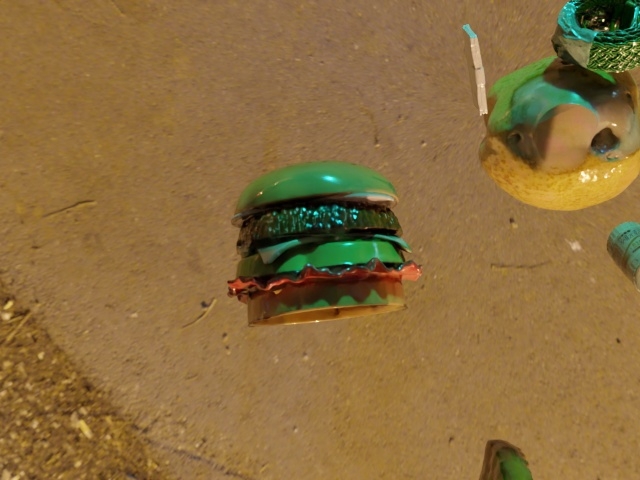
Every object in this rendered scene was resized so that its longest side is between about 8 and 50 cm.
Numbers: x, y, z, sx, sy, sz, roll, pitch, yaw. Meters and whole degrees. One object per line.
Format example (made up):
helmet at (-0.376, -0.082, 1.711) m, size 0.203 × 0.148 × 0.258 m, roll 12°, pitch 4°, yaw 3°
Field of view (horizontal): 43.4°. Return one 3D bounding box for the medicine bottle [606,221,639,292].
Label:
medicine bottle at (0.307, 0.017, 0.764) m, size 0.047 × 0.083 × 0.047 m, roll 1°, pitch 111°, yaw 2°

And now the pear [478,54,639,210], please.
pear at (0.391, -0.177, 1.315) m, size 0.271 × 0.271 × 0.271 m, roll 2°, pitch 100°, yaw 11°

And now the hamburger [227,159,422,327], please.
hamburger at (0.000, 0.001, 0.691) m, size 0.175 × 0.175 × 0.137 m, roll -8°, pitch 79°, yaw 13°

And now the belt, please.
belt at (0.422, -0.317, 1.192) m, size 0.151 × 0.079 × 0.121 m, roll 10°, pitch 58°, yaw 25°

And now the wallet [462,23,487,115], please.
wallet at (0.153, -0.168, 0.794) m, size 0.011 × 0.044 × 0.083 m, roll -12°, pitch 119°, yaw 5°

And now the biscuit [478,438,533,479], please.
biscuit at (0.094, 0.254, 0.513) m, size 0.031 × 0.176 × 0.229 m, roll 17°, pitch 99°, yaw 4°
